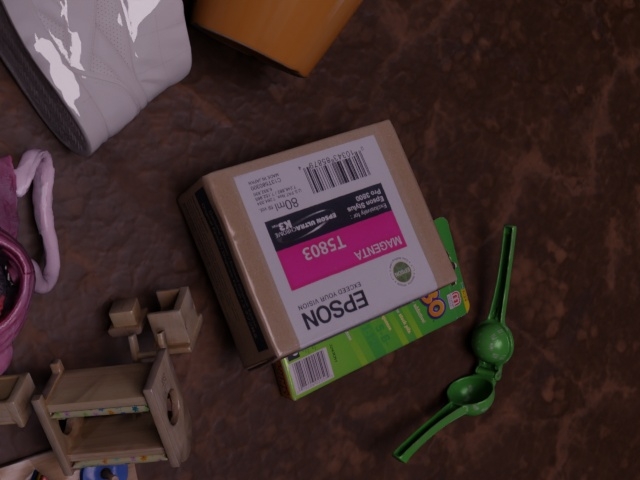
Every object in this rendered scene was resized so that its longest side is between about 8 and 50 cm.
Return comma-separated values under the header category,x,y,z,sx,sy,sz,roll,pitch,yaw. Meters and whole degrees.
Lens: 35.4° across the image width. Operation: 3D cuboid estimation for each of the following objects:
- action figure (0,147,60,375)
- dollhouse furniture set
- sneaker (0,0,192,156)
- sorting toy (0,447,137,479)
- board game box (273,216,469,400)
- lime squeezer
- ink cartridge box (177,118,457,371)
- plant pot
category,x,y,z,sx,sy,sz,roll,pitch,yaw
action figure,-0.268,0.048,0.722,0.276,0.370,0.248,-10,96,-30
dollhouse furniture set,-0.211,0.135,0.946,0.161,0.182,0.101,-79,159,-57
sneaker,-0.230,-0.242,0.904,0.169,0.108,0.292,-42,122,-26
sorting toy,-0.235,0.262,0.941,0.275,0.046,0.132,-14,98,-31
board game box,0.053,0.070,1.124,0.259,0.039,0.124,-22,103,-27
lime squeezer,0.178,0.135,1.188,0.110,0.059,0.310,38,72,-29
ink cartridge box,0.000,0.000,1.031,0.235,0.088,0.193,-21,85,-31
plant pot,-0.032,-0.270,0.979,0.205,0.205,0.188,23,94,-31
